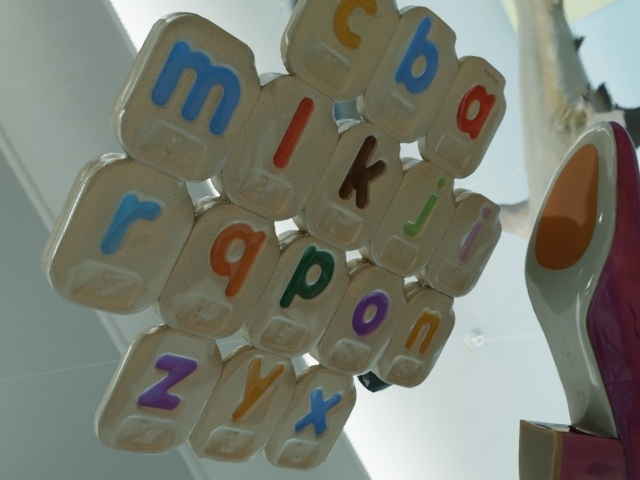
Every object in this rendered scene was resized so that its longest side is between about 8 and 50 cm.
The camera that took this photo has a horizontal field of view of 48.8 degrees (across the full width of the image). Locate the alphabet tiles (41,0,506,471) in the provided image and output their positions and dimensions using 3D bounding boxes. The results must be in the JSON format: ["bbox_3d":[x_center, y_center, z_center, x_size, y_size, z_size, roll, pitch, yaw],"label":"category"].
[{"bbox_3d":[0.000,0.000,0.400,0.284,0.021,0.277,23,-86,-42],"label":"alphabet tiles"}]

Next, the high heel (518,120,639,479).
[{"bbox_3d":[0.197,0.052,0.444,0.117,0.082,0.243,7,-96,-17],"label":"high heel"}]

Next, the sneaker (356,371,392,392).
[{"bbox_3d":[0.029,0.104,0.832,0.072,0.077,0.178,-31,-57,-10],"label":"sneaker"}]
